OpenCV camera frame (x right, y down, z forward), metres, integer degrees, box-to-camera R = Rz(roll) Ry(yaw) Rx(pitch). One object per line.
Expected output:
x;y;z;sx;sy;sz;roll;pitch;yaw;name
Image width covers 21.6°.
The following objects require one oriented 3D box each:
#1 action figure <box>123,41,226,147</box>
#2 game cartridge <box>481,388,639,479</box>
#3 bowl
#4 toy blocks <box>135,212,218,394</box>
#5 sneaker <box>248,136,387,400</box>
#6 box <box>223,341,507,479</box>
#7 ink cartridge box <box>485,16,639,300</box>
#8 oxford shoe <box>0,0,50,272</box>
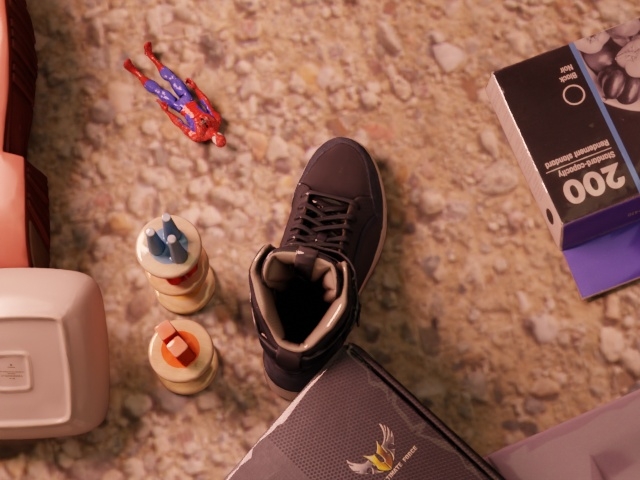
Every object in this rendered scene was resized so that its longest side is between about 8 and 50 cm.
-0.121;-0.121;1.441;0.038;0.030;0.115;-41;77;-15;action figure
0.274;0.229;1.301;0.355;0.068;0.230;-23;69;-5;game cartridge
-0.241;0.096;1.328;0.142;0.053;0.142;-1;105;1;bowl
-0.114;0.048;1.324;0.054;0.148;0.123;-4;72;1;toy blocks
0.002;0.001;1.328;0.086;0.163;0.226;9;72;7;sneaker
0.015;0.223;1.277;0.183;0.059;0.233;43;92;19;box
0.273;-0.081;1.405;0.206;0.045;0.208;-21;74;-5;ink cartridge box
-0.305;-0.121;1.399;0.130;0.123;0.348;-7;72;2;oxford shoe
